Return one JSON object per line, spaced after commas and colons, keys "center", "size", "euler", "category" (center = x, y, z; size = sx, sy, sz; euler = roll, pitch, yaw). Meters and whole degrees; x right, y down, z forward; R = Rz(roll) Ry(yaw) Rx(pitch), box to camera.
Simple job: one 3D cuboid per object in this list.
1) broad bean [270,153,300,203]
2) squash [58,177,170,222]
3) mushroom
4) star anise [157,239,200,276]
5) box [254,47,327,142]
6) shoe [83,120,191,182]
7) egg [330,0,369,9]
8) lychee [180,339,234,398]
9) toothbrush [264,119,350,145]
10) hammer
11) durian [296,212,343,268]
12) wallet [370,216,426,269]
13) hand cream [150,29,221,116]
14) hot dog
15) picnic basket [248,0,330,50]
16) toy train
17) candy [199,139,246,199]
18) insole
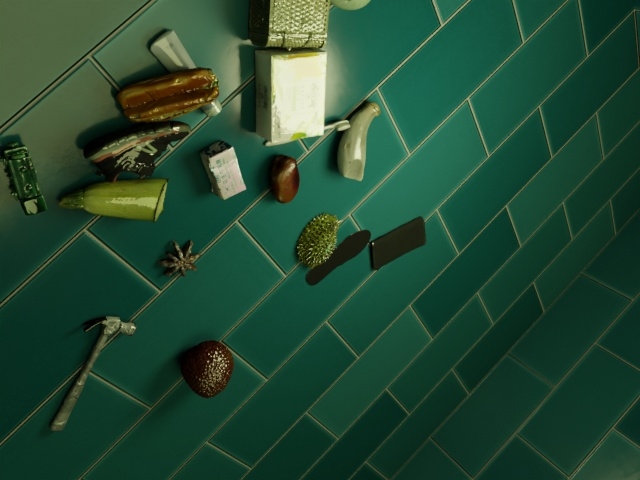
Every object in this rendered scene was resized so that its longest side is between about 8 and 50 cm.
{"center": [-0.115, -0.198, 1.815], "size": [0.114, 0.084, 0.165], "euler": [-33, 136, -24], "category": "broad bean"}
{"center": [-0.550, -0.110, 1.512], "size": [0.287, 0.137, 0.137], "euler": [-3, 116, -34], "category": "squash"}
{"center": [0.126, -0.347, 1.900], "size": [0.118, 0.103, 0.270], "euler": [7, 104, -38], "category": "mushroom"}
{"center": [-0.438, 0.064, 1.751], "size": [0.141, 0.042, 0.141], "euler": [-19, 126, -28], "category": "star anise"}
{"center": [-0.090, -0.443, 1.677], "size": [0.194, 0.111, 0.261], "euler": [-17, 122, -30], "category": "box"}
{"center": [-0.478, -0.239, 1.499], "size": [0.290, 0.114, 0.137], "euler": [-25, 122, -20], "category": "shoe"}
{"center": [0.062, -0.758, 1.570], "size": [0.236, 0.169, 0.169], "euler": [31, 94, -45], "category": "egg"}
{"center": [-0.389, 0.438, 1.912], "size": [0.194, 0.194, 0.195], "euler": [-18, 124, -28], "category": "lychee"}
{"center": [-0.038, -0.346, 1.808], "size": [0.307, 0.030, 0.025], "euler": [-19, 149, -20], "category": "toothbrush"}
{"center": [-0.731, 0.423, 1.735], "size": [0.152, 0.044, 0.427], "euler": [20, 102, -41], "category": "hammer"}
{"center": [0.003, 0.002, 2.010], "size": [0.137, 0.095, 0.221], "euler": [29, 90, -43], "category": "durian"}
{"center": [0.323, 0.010, 2.294], "size": [0.285, 0.030, 0.146], "euler": [-26, 125, -24], "category": "wallet"}
{"center": [-0.360, -0.449, 1.517], "size": [0.079, 0.048, 0.255], "euler": [-46, 130, -12], "category": "hand cream"}
{"center": [-0.397, -0.381, 1.467], "size": [0.268, 0.072, 0.115], "euler": [-14, 103, -8], "category": "hot dog"}
{"center": [-0.089, -0.617, 1.565], "size": [0.196, 0.134, 0.154], "euler": [-10, 117, -33], "category": "picnic basket"}
{"center": [-0.730, -0.153, 1.365], "size": [0.071, 0.111, 0.171], "euler": [-21, 126, -31], "category": "toy train"}
{"center": [-0.297, -0.210, 1.680], "size": [0.092, 0.073, 0.160], "euler": [-32, 129, -24], "category": "candy"}
{"center": [0.074, 0.062, 2.152], "size": [0.322, 0.007, 0.109], "euler": [-38, 129, -13], "category": "insole"}
